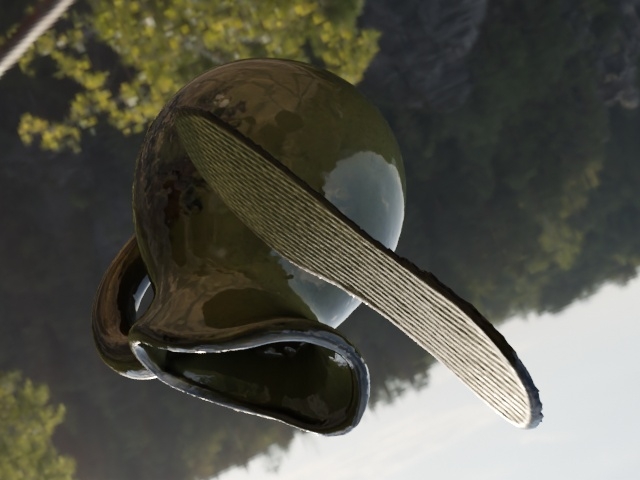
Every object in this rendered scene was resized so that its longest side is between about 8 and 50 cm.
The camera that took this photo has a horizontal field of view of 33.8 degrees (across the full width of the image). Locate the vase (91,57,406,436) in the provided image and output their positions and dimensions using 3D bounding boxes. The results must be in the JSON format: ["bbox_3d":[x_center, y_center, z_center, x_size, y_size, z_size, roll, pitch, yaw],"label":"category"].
[{"bbox_3d":[-0.085,0.021,0.921,0.329,0.302,0.241,-20,136,37],"label":"vase"}]

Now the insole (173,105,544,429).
[{"bbox_3d":[0.000,0.000,0.444,0.005,0.086,0.253,-38,-137,-16],"label":"insole"}]
